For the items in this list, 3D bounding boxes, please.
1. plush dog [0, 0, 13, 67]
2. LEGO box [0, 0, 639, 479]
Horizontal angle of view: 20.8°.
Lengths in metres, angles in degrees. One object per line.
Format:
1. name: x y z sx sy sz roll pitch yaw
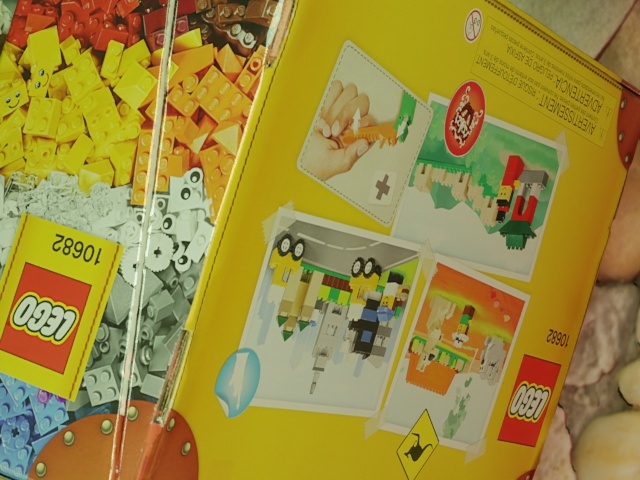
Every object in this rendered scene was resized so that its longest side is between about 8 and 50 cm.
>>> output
1. plush dog: -0.334 -0.083 1.108 0.225 0.262 0.210 -36 80 -30
2. LEGO box: 0.000 0.000 1.184 0.500 0.193 0.372 20 88 -57
